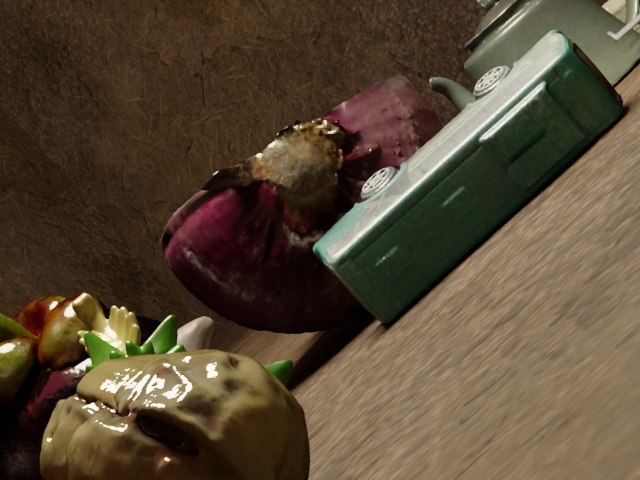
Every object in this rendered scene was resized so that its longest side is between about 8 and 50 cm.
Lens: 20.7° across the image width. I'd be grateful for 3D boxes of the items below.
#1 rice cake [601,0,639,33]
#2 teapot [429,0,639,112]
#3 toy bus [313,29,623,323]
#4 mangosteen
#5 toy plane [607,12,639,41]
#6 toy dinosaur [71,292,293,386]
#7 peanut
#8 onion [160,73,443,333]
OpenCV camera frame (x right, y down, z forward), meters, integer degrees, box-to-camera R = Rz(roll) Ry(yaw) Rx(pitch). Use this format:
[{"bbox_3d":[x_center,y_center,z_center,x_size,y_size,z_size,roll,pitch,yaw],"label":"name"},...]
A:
[{"bbox_3d":[0.289,-0.205,1.812,0.057,0.052,0.256,-18,-19,-50],"label":"rice cake"},{"bbox_3d":[0.206,-0.189,1.641,0.239,0.149,0.162,-43,1,-19],"label":"teapot"},{"bbox_3d":[0.115,-0.048,1.345,0.262,0.091,0.109,-43,12,3],"label":"toy bus"},{"bbox_3d":[-0.185,0.124,1.309,0.194,0.230,0.194,-44,9,8],"label":"mangosteen"},{"bbox_3d":[0.308,-0.217,1.431,0.162,0.065,0.171,-42,4,2],"label":"toy plane"},{"bbox_3d":[-0.098,0.138,1.154,0.177,0.152,0.194,142,134,-72],"label":"toy dinosaur"},{"bbox_3d":[-0.077,0.116,0.917,0.130,0.130,0.290,-43,4,-15],"label":"peanut"},{"bbox_3d":[0.000,0.000,1.578,0.267,0.159,0.348,-31,-7,-9],"label":"onion"}]
